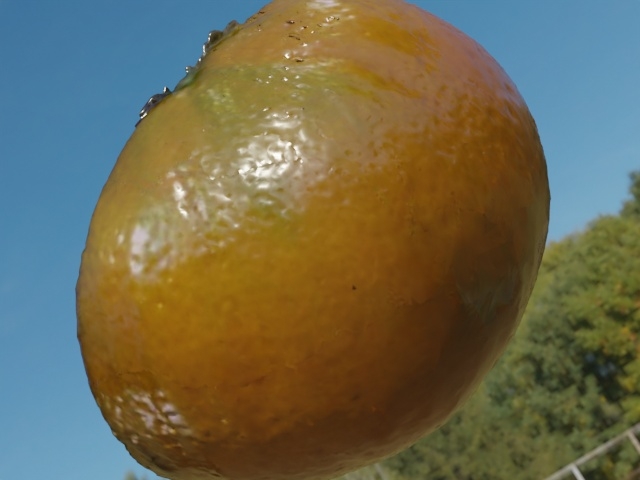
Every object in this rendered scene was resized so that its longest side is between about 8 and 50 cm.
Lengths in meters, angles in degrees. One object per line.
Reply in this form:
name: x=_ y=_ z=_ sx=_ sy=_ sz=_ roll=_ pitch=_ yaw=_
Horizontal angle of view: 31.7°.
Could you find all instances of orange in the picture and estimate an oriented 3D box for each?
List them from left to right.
orange: x=0.002 y=0.004 z=0.676 sx=0.310 sy=0.274 sz=0.274 roll=-29 pitch=-18 yaw=-2
